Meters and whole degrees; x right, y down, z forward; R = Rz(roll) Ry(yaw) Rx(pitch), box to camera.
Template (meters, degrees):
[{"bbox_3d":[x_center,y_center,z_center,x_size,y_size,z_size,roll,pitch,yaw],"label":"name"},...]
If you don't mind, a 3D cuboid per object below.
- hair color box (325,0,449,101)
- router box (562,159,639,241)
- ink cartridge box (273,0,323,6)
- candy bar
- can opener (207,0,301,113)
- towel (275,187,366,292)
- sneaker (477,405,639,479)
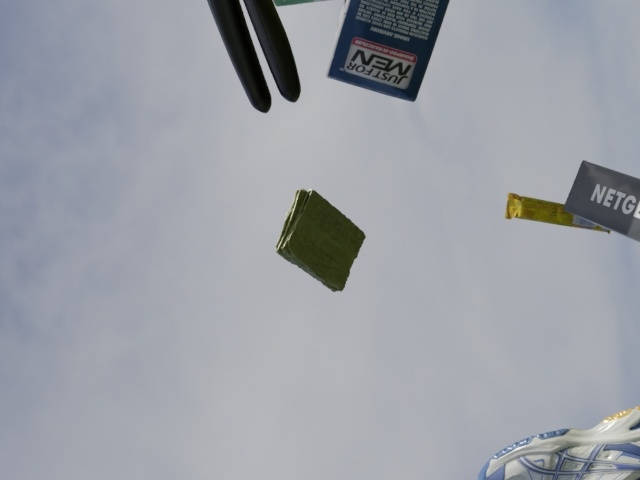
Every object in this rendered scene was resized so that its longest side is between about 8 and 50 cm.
[{"bbox_3d":[0.106,-0.340,1.321,0.174,0.105,0.347,-78,6,-63],"label":"hair color box"},{"bbox_3d":[0.508,-0.008,1.680,0.243,0.309,0.081,19,-84,-23],"label":"router box"},{"bbox_3d":[0.048,-0.443,1.789,0.201,0.278,0.117,60,-153,-67],"label":"ink cartridge box"},{"bbox_3d":[0.349,-0.038,1.833,0.018,0.162,0.040,-70,-12,-72],"label":"candy bar"},{"bbox_3d":[-0.061,-0.178,0.875,0.073,0.059,0.186,-32,-70,-51],"label":"can opener"},{"bbox_3d":[0.000,0.000,1.811,0.148,0.027,0.110,35,-109,-38],"label":"towel"},{"bbox_3d":[0.349,0.313,1.654,0.112,0.296,0.131,32,-139,-56],"label":"sneaker"}]
